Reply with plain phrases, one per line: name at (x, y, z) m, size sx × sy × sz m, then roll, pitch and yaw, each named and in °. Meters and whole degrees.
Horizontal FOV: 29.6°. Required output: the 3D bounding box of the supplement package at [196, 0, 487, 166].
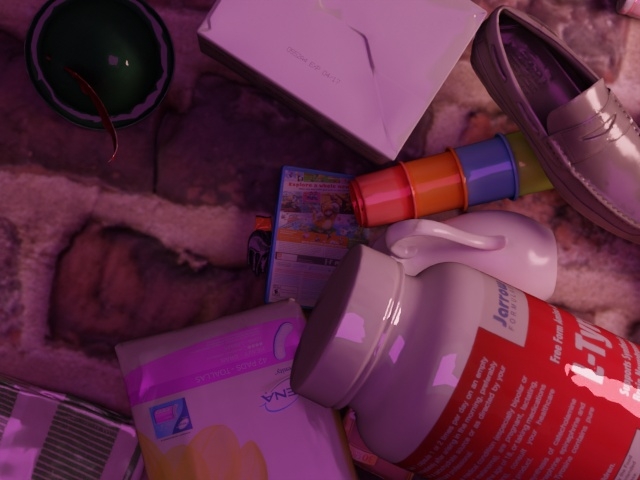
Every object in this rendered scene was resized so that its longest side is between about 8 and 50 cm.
supplement package at (0.021, -0.242, 1.408) m, size 0.262 × 0.145 × 0.204 m, roll 33°, pitch 88°, yaw -4°

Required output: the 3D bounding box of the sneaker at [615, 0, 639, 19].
sneaker at (0.418, -0.330, 1.487) m, size 0.070 × 0.051 × 0.134 m, roll 21°, pitch 91°, yaw -5°

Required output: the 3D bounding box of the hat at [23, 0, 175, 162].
hat at (-0.248, -0.213, 1.368) m, size 0.208 × 0.183 × 0.173 m, roll 43°, pitch 86°, yaw -3°

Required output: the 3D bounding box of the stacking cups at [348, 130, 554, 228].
stacking cups at (0.194, -0.075, 1.448) m, size 0.316 × 0.096 × 0.096 m, roll -16°, pitch 91°, yaw -3°

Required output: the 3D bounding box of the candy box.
candy box at (0.096, 0.191, 1.457) m, size 0.109 × 0.053 × 0.186 m, roll 28°, pitch 89°, yaw -4°

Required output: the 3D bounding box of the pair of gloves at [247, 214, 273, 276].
pair of gloves at (-0.046, 0.009, 1.468) m, size 0.083 × 0.010 × 0.074 m, roll 6°, pitch 89°, yaw -3°

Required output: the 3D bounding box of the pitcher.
pitcher at (0.169, 0.018, 1.402) m, size 0.207 × 0.177 × 0.125 m, roll 1°, pitch 72°, yaw -3°

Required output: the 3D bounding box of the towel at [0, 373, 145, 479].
towel at (-0.383, 0.279, 1.427) m, size 0.325 × 0.038 × 0.247 m, roll 19°, pitch 89°, yaw -4°

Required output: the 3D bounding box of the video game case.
video game case at (0.000, 0.000, 1.460) m, size 0.119 × 0.015 × 0.166 m, roll 8°, pitch 89°, yaw -14°

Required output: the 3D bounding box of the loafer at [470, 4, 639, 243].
loafer at (0.284, -0.130, 1.353) m, size 0.112 × 0.111 × 0.319 m, roll -39°, pitch 76°, yaw -9°

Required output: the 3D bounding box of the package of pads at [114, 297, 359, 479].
package of pads at (-0.084, 0.231, 1.377) m, size 0.229 × 0.101 × 0.296 m, roll -15°, pitch 77°, yaw -4°

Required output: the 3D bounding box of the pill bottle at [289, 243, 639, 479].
pill bottle at (0.186, 0.163, 1.305) m, size 0.408 × 0.229 × 0.229 m, roll 25°, pitch 88°, yaw -9°
